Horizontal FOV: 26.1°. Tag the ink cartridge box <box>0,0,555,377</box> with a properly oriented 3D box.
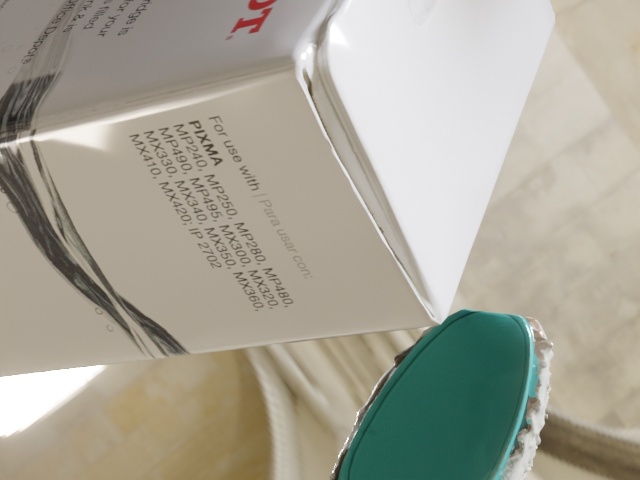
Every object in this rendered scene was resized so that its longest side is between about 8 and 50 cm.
[{"bbox_3d":[-0.056,-0.048,0.474,0.237,0.100,0.172,-9,-144,31],"label":"ink cartridge box"}]

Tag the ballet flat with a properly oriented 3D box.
[{"bbox_3d":[0.064,0.243,1.080,0.409,0.147,0.147,-62,-170,-7],"label":"ballet flat"}]
